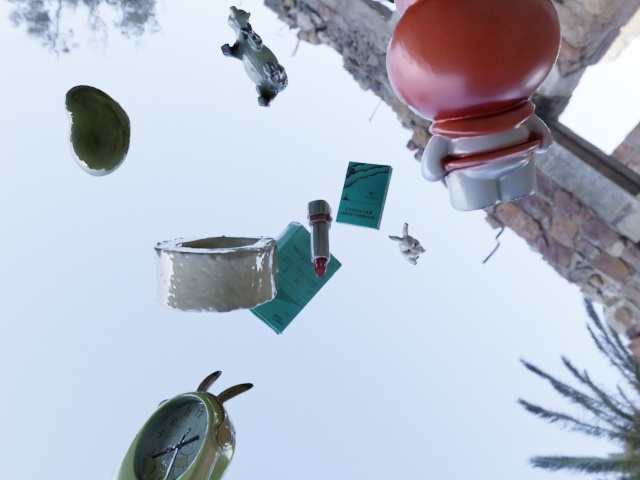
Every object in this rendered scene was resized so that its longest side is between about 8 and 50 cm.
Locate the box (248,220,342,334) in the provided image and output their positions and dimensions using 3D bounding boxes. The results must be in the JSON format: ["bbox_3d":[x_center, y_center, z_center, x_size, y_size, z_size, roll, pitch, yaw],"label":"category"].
[{"bbox_3d":[-0.112,0.116,1.542,0.205,0.311,0.118,44,172,-20],"label":"box"}]

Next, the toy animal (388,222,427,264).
[{"bbox_3d":[0.269,0.015,1.452,0.085,0.071,0.124,58,-171,34],"label":"toy animal"}]

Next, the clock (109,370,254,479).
[{"bbox_3d":[-0.193,0.298,0.707,0.069,0.170,0.232,53,-124,-36],"label":"clock"}]

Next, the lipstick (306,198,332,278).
[{"bbox_3d":[0.001,0.000,1.103,0.063,0.057,0.186,48,-146,-55],"label":"lipstick"}]

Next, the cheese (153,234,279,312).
[{"bbox_3d":[-0.247,0.074,1.212,0.293,0.153,0.332,1,-171,14],"label":"cheese"}]

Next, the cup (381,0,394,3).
[{"bbox_3d":[0.195,-0.687,1.266,0.177,0.131,0.155,12,-151,-26],"label":"cup"}]

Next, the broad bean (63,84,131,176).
[{"bbox_3d":[-0.632,-0.311,1.372,0.189,0.262,0.121,-11,180,4],"label":"broad bean"}]

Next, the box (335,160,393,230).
[{"bbox_3d":[0.152,-0.158,1.668,0.161,0.226,0.042,10,175,25],"label":"box"}]

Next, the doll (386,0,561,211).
[{"bbox_3d":[0.140,-0.175,0.443,0.161,0.290,0.130,-14,-166,-3],"label":"doll"}]

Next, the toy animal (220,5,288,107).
[{"bbox_3d":[-0.152,-0.432,1.116,0.225,0.094,0.121,54,-156,-19],"label":"toy animal"}]
